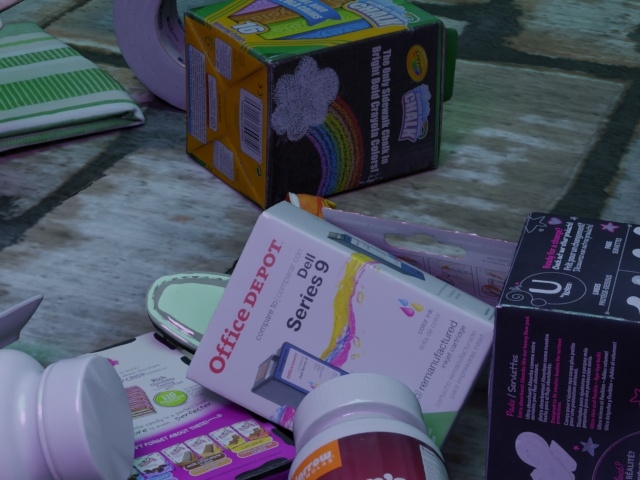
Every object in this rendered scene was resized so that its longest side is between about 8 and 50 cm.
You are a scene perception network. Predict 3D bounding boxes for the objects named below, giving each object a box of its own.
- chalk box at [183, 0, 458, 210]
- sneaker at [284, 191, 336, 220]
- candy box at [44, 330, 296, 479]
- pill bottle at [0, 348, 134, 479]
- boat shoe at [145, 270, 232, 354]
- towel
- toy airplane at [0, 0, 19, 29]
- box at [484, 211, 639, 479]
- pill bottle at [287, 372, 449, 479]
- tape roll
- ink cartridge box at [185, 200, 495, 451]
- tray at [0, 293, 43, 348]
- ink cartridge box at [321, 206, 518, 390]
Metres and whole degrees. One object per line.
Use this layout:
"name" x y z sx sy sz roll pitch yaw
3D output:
"chalk box" 0.018 -0.171 2.119 0.289 0.180 0.179 -16 32 -30
"sneaker" 0.000 0.000 1.915 0.067 0.064 0.175 8 29 -8
"candy box" -0.139 0.170 1.572 0.159 0.071 0.233 -17 33 -31
"pill bottle" -0.270 0.156 1.459 0.246 0.136 0.136 -12 25 15
"boat shoe" -0.044 0.091 1.682 0.228 0.068 0.081 17 62 -2
"towel" -0.379 -0.180 2.284 0.248 0.038 0.325 -14 29 -29
"toy airplane" -0.510 -0.154 1.969 0.384 0.272 0.386 -5 35 33
"box" 0.202 0.126 1.472 0.142 0.247 0.163 8 28 11
"pill bottle" 0.039 0.206 1.412 0.121 0.121 0.221 -3 39 -6
"tape roll" -0.124 -0.256 2.233 0.219 0.219 0.072 8 29 13
"ink cartridge box" 0.021 0.084 1.568 0.212 0.154 0.093 28 10 7
"tray" -0.363 0.122 1.653 0.270 0.030 0.145 -29 3 -44
"ink cartridge box" 0.103 0.041 1.666 0.181 0.224 0.056 10 52 17
